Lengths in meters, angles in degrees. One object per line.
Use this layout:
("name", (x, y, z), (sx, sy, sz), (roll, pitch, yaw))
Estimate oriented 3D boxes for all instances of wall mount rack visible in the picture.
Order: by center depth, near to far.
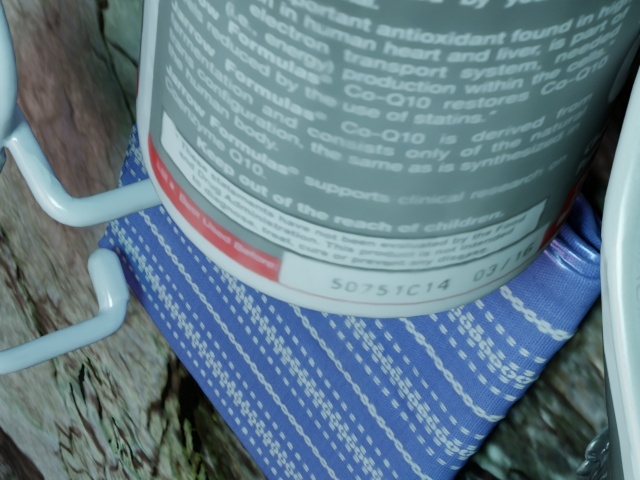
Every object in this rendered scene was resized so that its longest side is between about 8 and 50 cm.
("wall mount rack", (-0.168, -0.109, 0.880), (0.304, 0.130, 0.350), (63, 153, 12))

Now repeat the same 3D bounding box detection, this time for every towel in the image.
("towel", (0.000, 0.000, 0.836), (0.243, 0.040, 0.336), (53, 150, 16))

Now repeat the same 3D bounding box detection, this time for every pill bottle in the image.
("pill bottle", (0.031, -0.111, 0.539), (0.161, 0.161, 0.283), (51, 155, 22))

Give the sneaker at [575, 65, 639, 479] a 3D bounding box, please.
("sneaker", (0.127, 0.041, 0.590), (0.147, 0.104, 0.296), (-125, 36, -84))
